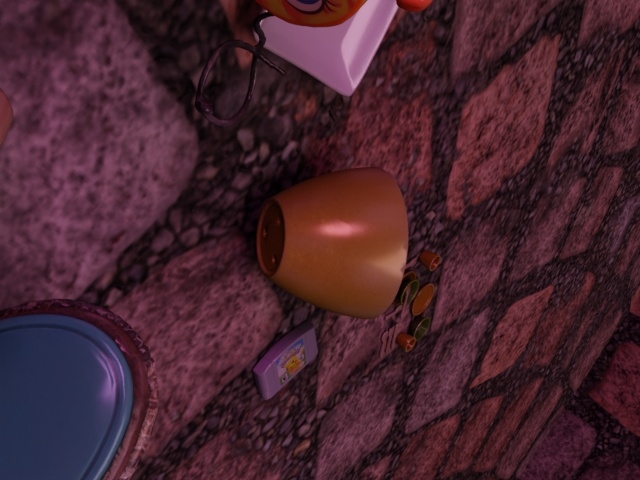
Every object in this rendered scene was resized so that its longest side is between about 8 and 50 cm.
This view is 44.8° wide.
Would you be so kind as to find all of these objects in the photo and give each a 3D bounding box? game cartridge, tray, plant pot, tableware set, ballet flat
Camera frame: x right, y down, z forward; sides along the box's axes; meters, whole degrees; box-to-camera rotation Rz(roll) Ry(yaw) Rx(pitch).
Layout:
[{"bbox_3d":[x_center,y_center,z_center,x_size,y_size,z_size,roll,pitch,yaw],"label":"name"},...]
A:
[{"bbox_3d":[-0.035,0.124,0.813,0.083,0.017,0.056,-40,141,-28],"label":"game cartridge"},{"bbox_3d":[0.040,-0.252,0.579,0.145,0.030,0.270,15,104,-59],"label":"tray"},{"bbox_3d":[0.000,0.000,0.667,0.095,0.134,0.134,3,118,-25],"label":"plant pot"},{"bbox_3d":[0.123,0.081,0.992,0.104,0.024,0.154,-29,138,-40],"label":"tableware set"},{"bbox_3d":[-0.287,0.220,0.436,0.483,0.164,0.182,-43,168,-15],"label":"ballet flat"}]

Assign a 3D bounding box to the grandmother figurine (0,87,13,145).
[{"bbox_3d":[-0.181,-0.195,0.254,0.207,0.104,0.343,-18,128,-42],"label":"grandmother figurine"}]

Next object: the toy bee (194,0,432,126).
[{"bbox_3d":[-0.007,-0.186,0.402,0.195,0.162,0.298,-65,154,-14],"label":"toy bee"}]
